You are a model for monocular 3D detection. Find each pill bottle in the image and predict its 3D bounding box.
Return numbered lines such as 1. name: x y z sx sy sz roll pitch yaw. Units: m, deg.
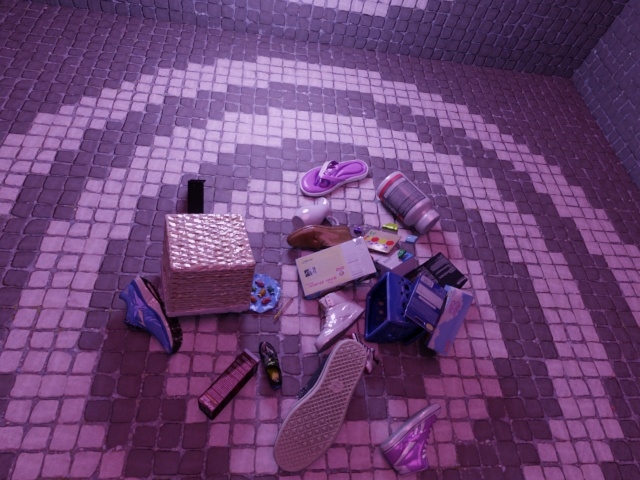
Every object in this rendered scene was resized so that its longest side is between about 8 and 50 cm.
1. pill bottle: 0.448 -0.187 2.143 0.176 0.176 0.318 -30 66 -28

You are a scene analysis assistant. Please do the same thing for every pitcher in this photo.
1. pitcher: -0.020 -0.099 2.024 0.177 0.125 0.207 48 48 11

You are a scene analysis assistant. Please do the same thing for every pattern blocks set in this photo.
1. pattern blocks set: 0.271 0.006 1.976 0.325 0.026 0.285 22 48 42

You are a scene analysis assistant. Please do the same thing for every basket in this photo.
1. basket: -0.441 0.087 1.659 0.332 0.266 0.328 -1 44 -24

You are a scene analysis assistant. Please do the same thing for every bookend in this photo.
1. bookend: -0.579 -0.206 1.988 0.073 0.156 0.157 1 100 -12

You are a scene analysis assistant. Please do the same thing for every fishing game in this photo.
1. fishing game: -0.260 0.216 1.799 0.264 0.041 0.189 37 54 14

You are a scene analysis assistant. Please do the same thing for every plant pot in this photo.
1. plant pot: 0.326 0.296 1.757 0.212 0.236 0.235 15 54 -11

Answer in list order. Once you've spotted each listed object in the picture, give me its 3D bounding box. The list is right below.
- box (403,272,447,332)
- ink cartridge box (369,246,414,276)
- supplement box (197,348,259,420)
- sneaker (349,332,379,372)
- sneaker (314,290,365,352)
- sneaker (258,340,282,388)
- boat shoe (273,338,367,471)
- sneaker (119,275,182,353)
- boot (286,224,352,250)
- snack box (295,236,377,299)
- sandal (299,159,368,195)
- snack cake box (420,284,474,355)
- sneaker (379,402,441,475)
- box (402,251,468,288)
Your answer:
1. box: 0.410 0.248 1.664 0.137 0.036 0.225 36 50 -1
2. ink cartridge box: 0.310 0.095 1.927 0.140 0.082 0.191 -28 32 -27
3. supplement box: -0.327 0.516 1.522 0.073 0.130 0.239 36 55 13
4. sneaker: 0.180 0.447 1.720 0.075 0.063 0.170 -20 67 -23
5. sneaker: 0.036 0.325 1.754 0.169 0.108 0.293 40 48 17
6. sneaker: -0.185 0.468 1.616 0.067 0.078 0.188 -12 59 -20
7. boat shoe: 0.007 0.589 1.535 0.187 0.156 0.500 32 67 4
8. sneaker: -0.653 0.303 1.620 0.147 0.129 0.330 -37 75 -6
9. boot: 0.000 0.000 1.942 0.306 0.112 0.115 -6 45 -11
10. snack box: 0.066 0.121 1.851 0.322 0.060 0.187 -19 59 3
11. sandal: 0.071 -0.360 2.226 0.417 0.102 0.169 -24 64 -25
12. snack cake box: 0.519 0.324 1.747 0.089 0.152 0.264 25 90 5
13. sneaker: 0.367 0.732 1.548 0.282 0.102 0.161 -34 72 -18
14. box: 0.512 0.196 1.938 0.261 0.103 0.184 -28 62 -27
